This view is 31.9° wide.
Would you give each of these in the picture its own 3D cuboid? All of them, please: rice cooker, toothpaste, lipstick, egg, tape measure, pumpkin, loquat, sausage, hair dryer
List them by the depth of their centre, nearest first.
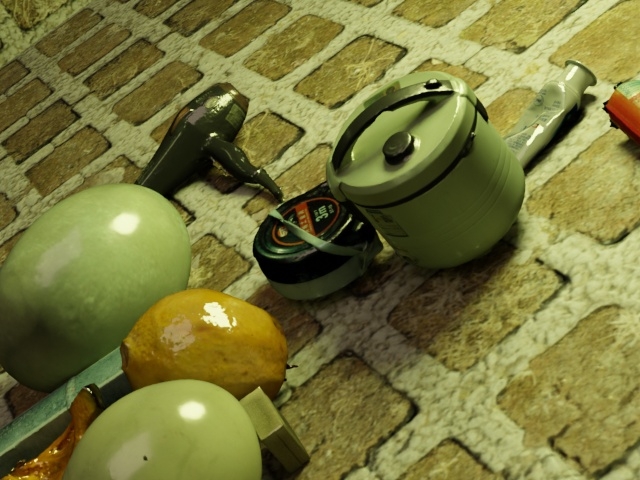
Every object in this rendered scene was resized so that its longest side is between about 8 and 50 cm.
[{"bbox_3d":[-0.184,0.286,1.283,0.269,0.219,0.219,-46,34,-23],"label":"egg"},{"bbox_3d":[0.450,-0.122,1.417,0.083,0.083,0.264,-30,34,4],"label":"sausage"},{"bbox_3d":[-0.326,0.317,1.450,0.130,0.149,0.254,42,92,14],"label":"pumpkin"},{"bbox_3d":[-0.143,0.151,1.454,0.234,0.176,0.187,7,40,-14],"label":"loquat"},{"bbox_3d":[0.136,-0.097,1.490,0.226,0.244,0.226,-25,43,25],"label":"rice cooker"},{"bbox_3d":[-0.346,0.244,1.566,0.290,0.076,0.077,-33,31,6],"label":"lipstick"},{"bbox_3d":[-0.004,0.002,1.617,0.181,0.107,0.182,-25,32,7],"label":"tape measure"},{"bbox_3d":[0.296,-0.150,1.621,0.266,0.061,0.096,-47,35,-10],"label":"toothpaste"},{"bbox_3d":[-0.341,0.068,1.675,0.258,0.258,0.352,14,61,49],"label":"egg"},{"bbox_3d":[-0.186,-0.116,1.968,0.303,0.120,0.359,-48,43,-7],"label":"hair dryer"}]

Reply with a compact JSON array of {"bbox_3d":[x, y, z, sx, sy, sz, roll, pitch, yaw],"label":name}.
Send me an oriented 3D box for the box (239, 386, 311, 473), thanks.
[{"bbox_3d":[-0.055,0.233,1.369,0.035,0.083,0.079,-36,39,-4],"label":"box"}]
